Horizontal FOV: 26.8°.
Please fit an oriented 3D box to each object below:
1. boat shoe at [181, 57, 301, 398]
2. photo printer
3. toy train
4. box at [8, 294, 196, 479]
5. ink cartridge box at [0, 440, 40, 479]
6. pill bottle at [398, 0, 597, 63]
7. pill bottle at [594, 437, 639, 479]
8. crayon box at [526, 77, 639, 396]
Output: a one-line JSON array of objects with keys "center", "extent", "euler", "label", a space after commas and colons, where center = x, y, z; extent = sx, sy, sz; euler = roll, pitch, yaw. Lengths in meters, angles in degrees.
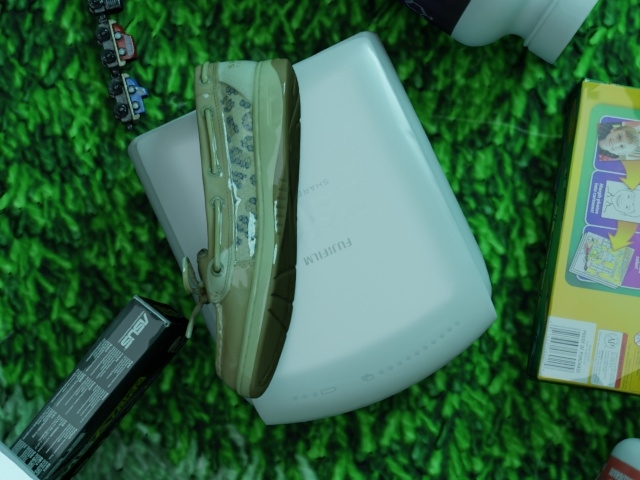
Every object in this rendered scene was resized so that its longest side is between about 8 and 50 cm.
[{"center": [-0.069, -0.011, 1.125], "extent": [0.089, 0.104, 0.285], "euler": [2, 78, 8], "label": "boat shoe"}, {"center": [0.000, 0.000, 1.220], "extent": [0.256, 0.107, 0.307], "euler": [-24, 87, 0], "label": "photo printer"}, {"center": [-0.192, -0.182, 1.275], "extent": [0.036, 0.027, 0.158], "euler": [-13, 86, -10], "label": "toy train"}, {"center": [-0.192, 0.135, 1.178], "extent": [0.045, 0.184, 0.190], "euler": [39, 86, 2], "label": "box"}, {"center": [-0.286, 0.273, 1.131], "extent": [0.186, 0.311, 0.065], "euler": [42, 53, 1], "label": "ink cartridge box"}, {"center": [0.107, -0.297, 1.194], "extent": [0.323, 0.181, 0.181], "euler": [34, 88, 3], "label": "pill bottle"}, {"center": [0.264, 0.371, 1.144], "extent": [0.210, 0.210, 0.363], "euler": [29, 88, 3], "label": "pill bottle"}, {"center": [0.294, 0.003, 1.225], "extent": [0.165, 0.081, 0.278], "euler": [9, 87, 2], "label": "crayon box"}]
